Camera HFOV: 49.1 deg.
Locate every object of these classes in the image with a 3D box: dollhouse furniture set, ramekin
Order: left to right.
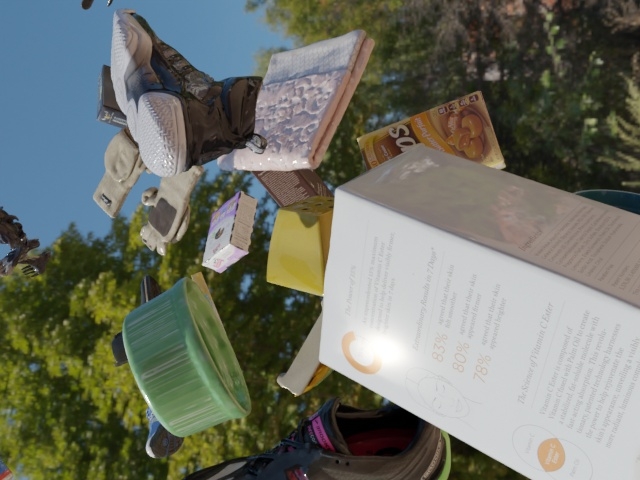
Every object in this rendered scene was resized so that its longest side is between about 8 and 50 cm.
[{"bbox_3d":[-0.269,0.240,1.404,0.303,0.148,0.304,154,90,-88],"label":"ramekin"},{"bbox_3d":[0.092,0.113,1.014,0.302,0.151,0.197,-60,-14,11],"label":"dollhouse furniture set"}]

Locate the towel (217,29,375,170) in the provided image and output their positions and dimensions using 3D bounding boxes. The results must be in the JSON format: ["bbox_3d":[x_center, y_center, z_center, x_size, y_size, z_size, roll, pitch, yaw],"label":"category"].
[{"bbox_3d":[-0.061,-0.286,1.477,0.053,0.331,0.317,35,-107,-35],"label":"towel"}]

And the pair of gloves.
[{"bbox_3d":[-0.318,-0.105,1.305,0.042,0.240,0.204,-8,-53,-55],"label":"pair of gloves"}]

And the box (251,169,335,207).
[{"bbox_3d":[-0.100,-0.207,2.397,0.381,0.143,0.191,48,-163,-25],"label":"box"}]

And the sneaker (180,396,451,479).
[{"bbox_3d":[-0.024,0.354,1.133,0.185,0.482,0.202,-126,26,-57],"label":"sneaker"}]

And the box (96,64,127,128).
[{"bbox_3d":[-0.560,-0.409,2.060,0.059,0.183,0.233,-56,33,32],"label":"box"}]

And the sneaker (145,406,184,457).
[{"bbox_3d":[-0.336,0.394,1.508,0.211,0.081,0.080,-72,-29,-68],"label":"sneaker"}]

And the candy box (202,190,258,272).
[{"bbox_3d":[-0.272,-0.024,2.107,0.070,0.164,0.196,27,-129,-28],"label":"candy box"}]

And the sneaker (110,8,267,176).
[{"bbox_3d":[-0.160,-0.184,0.848,0.269,0.153,0.101,62,147,33],"label":"sneaker"}]

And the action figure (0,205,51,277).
[{"bbox_3d":[-0.739,0.007,1.620,0.141,0.164,0.276,-41,-19,-11],"label":"action figure"}]

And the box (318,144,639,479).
[{"bbox_3d":[0.188,0.072,0.679,0.168,0.345,0.215,-31,-44,-46],"label":"box"}]

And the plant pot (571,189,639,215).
[{"bbox_3d":[0.795,0.021,1.914,0.272,0.271,0.255,-52,-35,-63],"label":"plant pot"}]

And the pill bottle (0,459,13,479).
[{"bbox_3d":[-0.804,0.486,1.555,0.221,0.124,0.124,48,-156,-1],"label":"pill bottle"}]

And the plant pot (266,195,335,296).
[{"bbox_3d":[0.000,0.000,1.728,0.212,0.212,0.187,-23,-65,-43],"label":"plant pot"}]

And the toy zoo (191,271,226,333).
[{"bbox_3d":[-0.288,0.209,1.875,0.293,0.030,0.192,92,154,-61],"label":"toy zoo"}]

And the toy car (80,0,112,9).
[{"bbox_3d":[-0.504,-0.628,1.612,0.155,0.149,0.188,-35,-29,-52],"label":"toy car"}]

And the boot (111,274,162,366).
[{"bbox_3d":[-0.439,0.190,1.652,0.077,0.137,0.198,54,-160,-61],"label":"boot"}]

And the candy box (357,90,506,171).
[{"bbox_3d":[0.267,-0.213,1.699,0.087,0.316,0.183,22,-129,-71],"label":"candy box"}]
